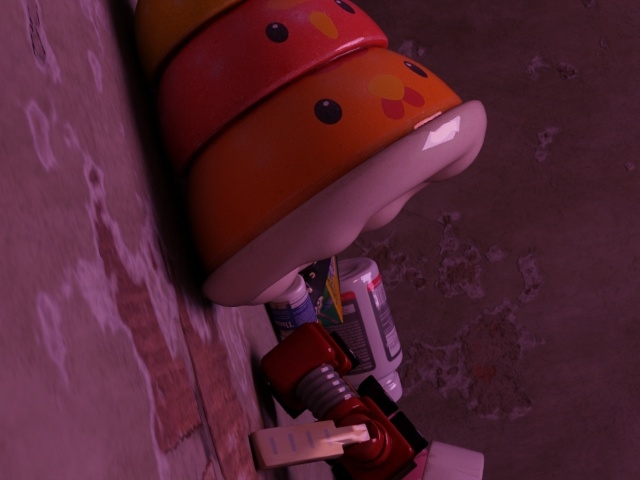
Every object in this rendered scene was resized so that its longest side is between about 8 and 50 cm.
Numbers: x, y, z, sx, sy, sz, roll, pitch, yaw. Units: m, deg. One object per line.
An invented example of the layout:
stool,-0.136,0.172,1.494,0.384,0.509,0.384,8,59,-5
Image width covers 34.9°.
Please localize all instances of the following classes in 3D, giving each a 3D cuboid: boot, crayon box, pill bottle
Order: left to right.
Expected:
pill bottle,-0.042,0.115,1.585,0.067,0.067,0.120,-101,174,-58
boot,-0.026,0.032,1.707,0.236,0.085,0.178,41,58,-77
crayon box,-0.022,0.042,1.984,0.278,0.081,0.165,69,15,-61
pill bottle,0.081,0.213,2.264,0.176,0.176,0.318,-94,168,-75

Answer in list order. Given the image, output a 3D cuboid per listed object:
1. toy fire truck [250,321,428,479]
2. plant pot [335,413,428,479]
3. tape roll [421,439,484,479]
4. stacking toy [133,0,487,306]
toy fire truck,-0.005,0.202,1.215,0.217,0.158,0.246,50,-3,26
plant pot,0.113,0.411,1.871,0.180,0.201,0.201,59,-3,25
tape roll,0.123,0.436,1.230,0.392,0.072,0.392,14,90,-81
stacking toy,-0.087,-0.201,1.075,0.480,0.351,0.350,55,3,2
